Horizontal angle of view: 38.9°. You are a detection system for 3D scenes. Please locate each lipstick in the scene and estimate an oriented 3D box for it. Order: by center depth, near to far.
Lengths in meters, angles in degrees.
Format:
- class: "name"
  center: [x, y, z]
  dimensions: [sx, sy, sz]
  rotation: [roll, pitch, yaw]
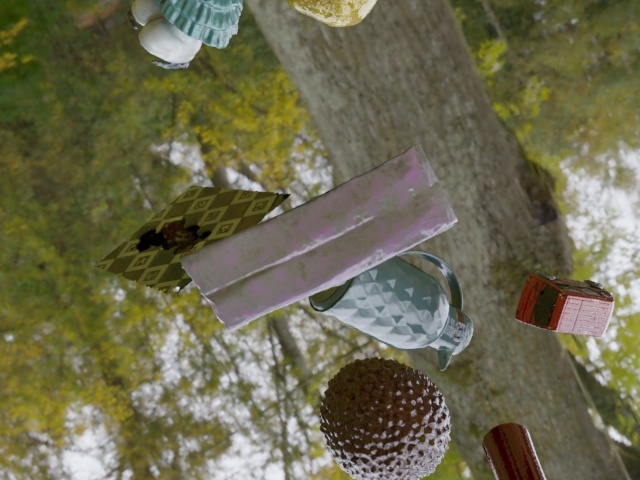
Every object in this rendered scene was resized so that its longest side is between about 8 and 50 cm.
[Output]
- class: "lipstick"
  center: [0.309, 0.380, 1.364]
  dimensions: [0.080, 0.080, 0.241]
  rotation: [-25, -149, 9]

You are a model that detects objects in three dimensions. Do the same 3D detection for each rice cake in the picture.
- class: "rice cake"
  center: [0.000, 0.002, 1.018]
  dimensions: [0.298, 0.106, 0.050]
  rotation: [-26, 178, 1]

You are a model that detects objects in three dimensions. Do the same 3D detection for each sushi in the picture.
- class: "sushi"
  center: [-0.215, 0.007, 1.537]
  dimensions: [0.264, 0.050, 0.290]
  rotation: [-44, -149, -27]

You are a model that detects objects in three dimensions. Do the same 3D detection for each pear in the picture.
- class: "pear"
  center: [0.021, -0.427, 1.423]
  dimensions: [0.178, 0.178, 0.178]
  rotation: [-25, -163, 8]

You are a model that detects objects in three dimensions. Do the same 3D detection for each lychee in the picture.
- class: "lychee"
  center: [0.136, 0.387, 1.916]
  dimensions: [0.276, 0.304, 0.276]
  rotation: [-25, -165, 7]

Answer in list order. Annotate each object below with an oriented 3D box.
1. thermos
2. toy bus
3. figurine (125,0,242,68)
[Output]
- class: "thermos"
  center: [0.133, 0.093, 1.525]
  dimensions: [0.145, 0.286, 0.182]
  rotation: [-18, -129, 55]
- class: "toy bus"
  center: [0.387, 0.103, 1.372]
  dimensions: [0.195, 0.081, 0.089]
  rotation: [10, -171, -39]
- class: "figurine"
  center: [-0.075, -0.247, 0.764]
  dimensions: [0.110, 0.138, 0.245]
  rotation: [7, 140, -38]
